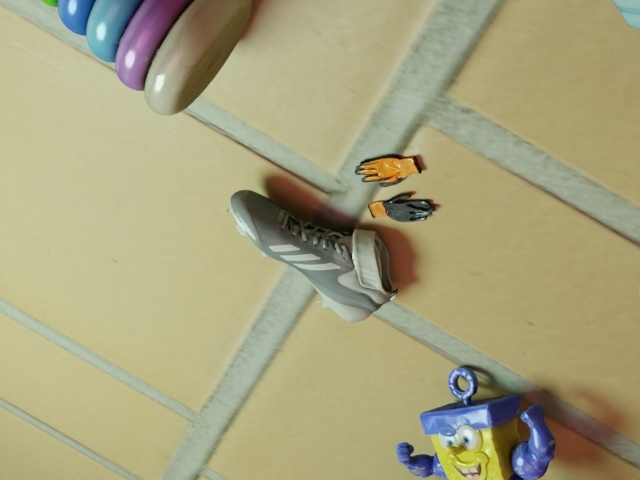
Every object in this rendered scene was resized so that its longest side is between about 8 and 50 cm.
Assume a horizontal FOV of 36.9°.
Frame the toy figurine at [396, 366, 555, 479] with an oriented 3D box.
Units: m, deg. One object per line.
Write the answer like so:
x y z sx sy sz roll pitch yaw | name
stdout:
0.191 0.254 1.158 0.362 0.191 0.217 -18 90 47 | toy figurine

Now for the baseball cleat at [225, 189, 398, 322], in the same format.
0.000 0.000 1.042 0.206 0.072 0.109 41 123 -19 | baseball cleat

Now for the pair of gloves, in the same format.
0.075 -0.051 0.981 0.074 0.010 0.083 -2 130 30 | pair of gloves

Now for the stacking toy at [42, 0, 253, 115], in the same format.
-0.230 -0.259 0.865 0.330 0.141 0.141 35 137 -1 | stacking toy

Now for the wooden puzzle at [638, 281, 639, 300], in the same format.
0.463 0.083 0.771 0.347 0.081 0.322 28 171 6 | wooden puzzle

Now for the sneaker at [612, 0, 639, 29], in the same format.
0.362 -0.196 0.616 0.365 0.135 0.150 10 142 32 | sneaker
